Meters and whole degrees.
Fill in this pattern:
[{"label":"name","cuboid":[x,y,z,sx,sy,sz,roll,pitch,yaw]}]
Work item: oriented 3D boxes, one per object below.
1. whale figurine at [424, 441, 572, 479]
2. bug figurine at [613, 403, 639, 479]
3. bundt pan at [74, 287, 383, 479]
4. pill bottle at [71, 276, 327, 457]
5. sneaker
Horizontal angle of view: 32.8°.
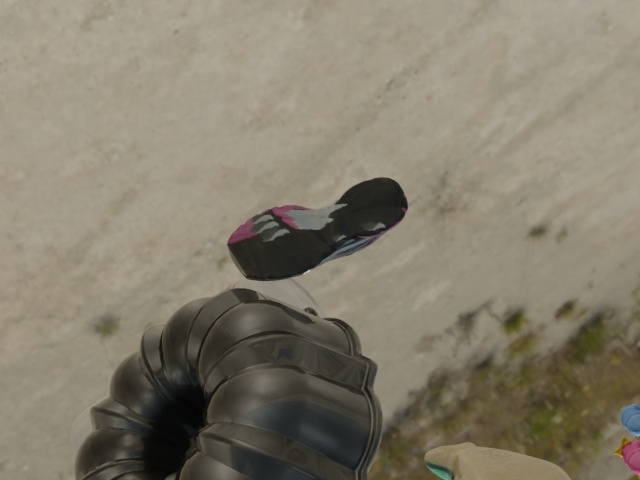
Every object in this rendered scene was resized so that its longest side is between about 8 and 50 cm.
[{"label":"whale figurine","cuboid":[0.273,0.403,1.698,0.216,0.272,0.141,-3,101,-31]},{"label":"bug figurine","cuboid":[0.453,0.372,1.655,0.216,0.072,0.279,-43,156,-86]},{"label":"bundt pan","cuboid":[-0.106,0.184,0.972,0.331,0.331,0.124,-45,125,13]},{"label":"pill bottle","cuboid":[-0.132,0.174,1.235,0.301,0.169,0.169,-34,153,18]},{"label":"sneaker","cuboid":[0.000,0.000,1.065,0.178,0.072,0.077,-15,165,-3]}]
